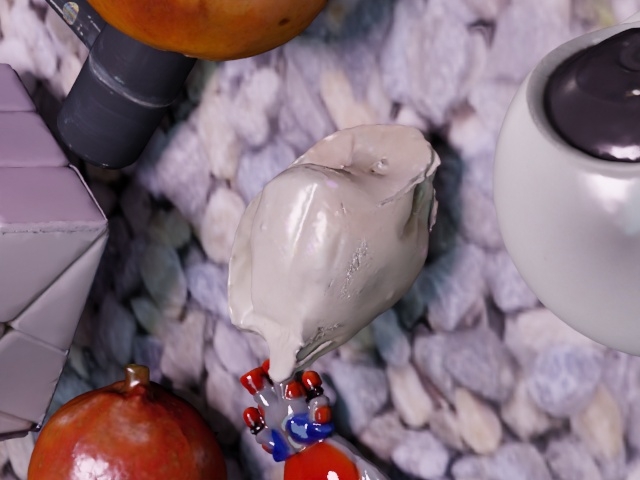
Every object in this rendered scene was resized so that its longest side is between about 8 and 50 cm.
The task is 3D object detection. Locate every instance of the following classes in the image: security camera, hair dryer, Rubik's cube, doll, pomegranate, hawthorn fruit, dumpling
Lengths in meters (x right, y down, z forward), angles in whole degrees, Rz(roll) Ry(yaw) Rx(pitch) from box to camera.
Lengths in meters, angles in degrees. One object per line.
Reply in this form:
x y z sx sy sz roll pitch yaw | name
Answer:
0.194 -0.031 0.642 0.194 0.236 0.194 11 113 28 | security camera
-0.191 -0.169 0.922 0.219 0.071 0.124 49 123 15 | hair dryer
-0.321 0.008 0.905 0.224 0.221 0.231 53 132 36 | Rubik's cube
0.001 0.179 0.926 0.104 0.062 0.195 -33 80 16 | doll
-0.070 -0.208 0.772 0.191 0.191 0.191 9 110 27 | pomegranate
-0.158 0.187 0.961 0.169 0.169 0.188 6 110 28 | hawthorn fruit
0.000 0.000 0.840 0.136 0.118 0.199 33 92 33 | dumpling
